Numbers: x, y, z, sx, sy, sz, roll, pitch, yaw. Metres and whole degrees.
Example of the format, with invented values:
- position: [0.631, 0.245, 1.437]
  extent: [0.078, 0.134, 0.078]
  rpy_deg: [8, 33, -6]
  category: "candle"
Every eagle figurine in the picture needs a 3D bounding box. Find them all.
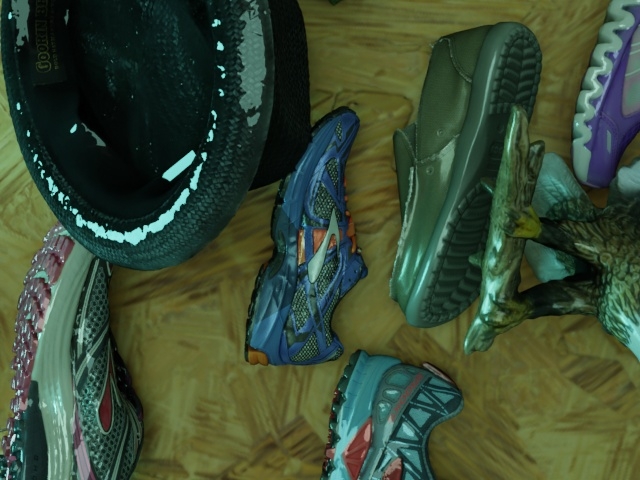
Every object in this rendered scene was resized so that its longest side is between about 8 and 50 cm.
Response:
- position: [0.255, 0.036, 0.871]
  extent: [0.298, 0.226, 0.225]
  rpy_deg: [7, 72, 0]
  category: "eagle figurine"

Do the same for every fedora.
- position: [-0.105, -0.144, 0.958]
  extent: [0.334, 0.152, 0.334]
  rpy_deg: [4, 96, 44]
  category: "fedora"

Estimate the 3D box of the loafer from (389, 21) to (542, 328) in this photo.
- position: [0.105, -0.054, 1.006]
  extent: [0.087, 0.094, 0.251]
  rpy_deg: [20, 95, 40]
  category: "loafer"

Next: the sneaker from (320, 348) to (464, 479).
- position: [0.056, 0.224, 0.996]
  extent: [0.125, 0.104, 0.262]
  rpy_deg: [9, 92, 5]
  category: "sneaker"

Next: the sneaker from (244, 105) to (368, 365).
- position: [0.000, 0.000, 1.022]
  extent: [0.087, 0.083, 0.221]
  rpy_deg: [13, 97, -7]
  category: "sneaker"

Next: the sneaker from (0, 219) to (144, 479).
- position: [-0.197, 0.117, 1.032]
  extent: [0.112, 0.121, 0.299]
  rpy_deg: [7, 90, -22]
  category: "sneaker"

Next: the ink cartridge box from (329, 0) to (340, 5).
- position: [0.059, -0.310, 0.997]
  extent: [0.212, 0.093, 0.154]
  rpy_deg: [-30, 88, 8]
  category: "ink cartridge box"

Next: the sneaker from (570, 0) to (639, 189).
- position: [0.265, -0.147, 0.969]
  extent: [0.104, 0.095, 0.236]
  rpy_deg: [20, 92, 9]
  category: "sneaker"
